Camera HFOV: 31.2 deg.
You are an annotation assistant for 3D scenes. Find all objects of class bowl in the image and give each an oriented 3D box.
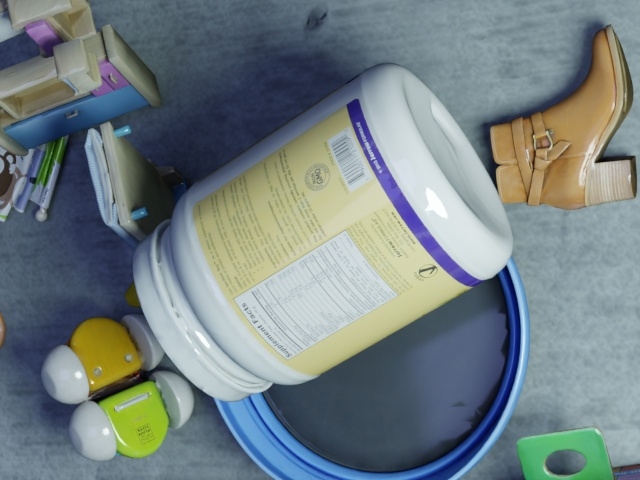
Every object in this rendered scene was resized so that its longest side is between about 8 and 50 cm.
[{"bbox_3d":[0.050,0.105,1.311,0.391,0.077,0.391,-1,87,23],"label":"bowl"}]

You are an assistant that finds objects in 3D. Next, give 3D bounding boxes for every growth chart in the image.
[{"bbox_3d":[-0.441,-0.111,1.525,0.237,0.021,0.172,16,98,19],"label":"growth chart"}]

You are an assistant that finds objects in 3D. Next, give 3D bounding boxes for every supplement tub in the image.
[{"bbox_3d":[0.000,0.000,1.164,0.331,0.241,0.241,-32,81,19],"label":"supplement tub"}]

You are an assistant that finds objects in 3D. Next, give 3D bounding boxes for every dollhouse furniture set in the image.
[{"bbox_3d":[-0.291,-0.080,1.302,0.198,0.286,0.303,-20,67,9],"label":"dollhouse furniture set"}]

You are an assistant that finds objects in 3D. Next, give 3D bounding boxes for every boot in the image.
[{"bbox_3d":[0.261,-0.131,1.247,0.152,0.073,0.197,-2,88,24],"label":"boot"}]

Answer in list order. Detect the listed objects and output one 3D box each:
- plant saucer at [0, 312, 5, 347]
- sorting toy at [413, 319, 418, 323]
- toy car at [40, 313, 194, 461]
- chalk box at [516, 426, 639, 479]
[{"bbox_3d":[-0.463,0.120,1.543,0.083,0.013,0.083,1,92,19],"label":"plant saucer"},{"bbox_3d":[0.082,0.096,1.347,0.062,0.012,0.083,43,105,18],"label":"sorting toy"},{"bbox_3d":[-0.260,0.189,1.418,0.136,0.159,0.182,-38,78,52],"label":"toy car"},{"bbox_3d":[0.283,0.339,1.198,0.180,0.179,0.289,-13,86,20],"label":"chalk box"}]
